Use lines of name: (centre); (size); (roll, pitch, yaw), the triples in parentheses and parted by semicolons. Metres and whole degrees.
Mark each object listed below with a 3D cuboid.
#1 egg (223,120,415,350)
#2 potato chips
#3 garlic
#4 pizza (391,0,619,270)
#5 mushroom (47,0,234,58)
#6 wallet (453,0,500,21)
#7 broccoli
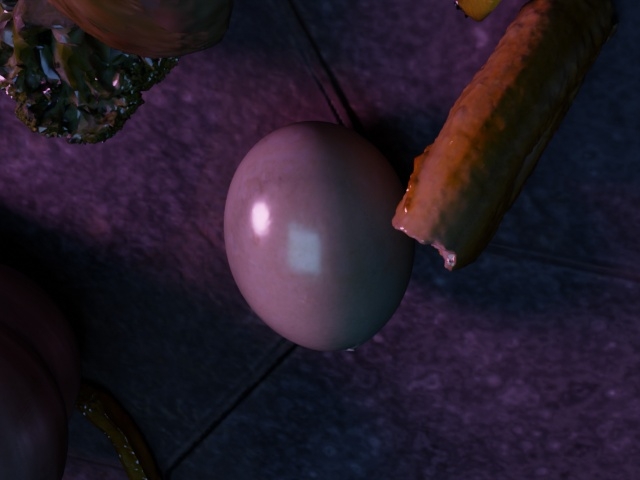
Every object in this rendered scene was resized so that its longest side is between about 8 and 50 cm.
egg: (0.000, 0.000, 1.029); (0.114, 0.114, 0.152); (0, 123, 19)
potato chips: (-0.132, 0.186, 1.287); (0.037, 0.026, 0.204); (-6, 126, 27)
garlic: (-0.278, 0.109, 1.159); (0.237, 0.210, 0.292); (6, 121, 6)
pizza: (0.099, -0.062, 0.948); (0.062, 0.182, 0.161); (28, 173, 12)
mushroom: (-0.120, -0.203, 0.764); (0.217, 0.212, 0.292); (12, 166, -4)
wallet: (0.055, -0.233, 0.854); (0.141, 0.067, 0.241); (-33, 111, 34)
broccoli: (-0.135, -0.142, 0.958); (0.145, 0.138, 0.162); (38, 91, -7)
